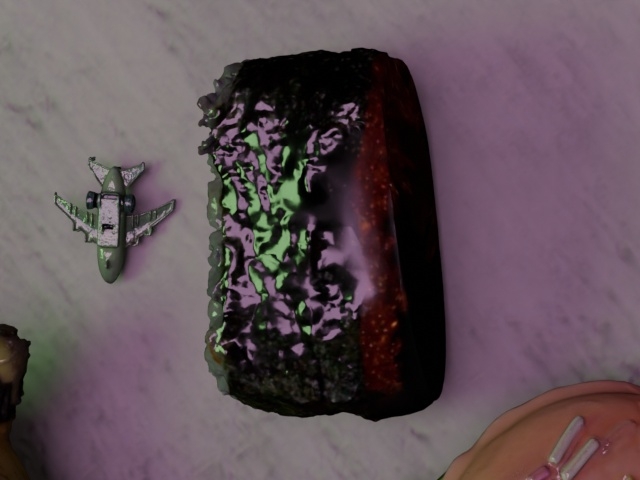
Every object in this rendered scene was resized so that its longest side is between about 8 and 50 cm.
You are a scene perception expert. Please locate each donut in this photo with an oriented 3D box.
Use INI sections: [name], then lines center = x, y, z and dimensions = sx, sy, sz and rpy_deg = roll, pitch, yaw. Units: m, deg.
[donut]
center = 0.186, 0.190, 0.832
dimensions = 0.199, 0.085, 0.233
rpy_deg = -26, 89, -5

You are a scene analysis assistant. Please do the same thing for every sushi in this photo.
[sushi]
center = 0.000, 0.000, 0.879
dimensions = 0.126, 0.136, 0.225
rpy_deg = -4, 96, 17

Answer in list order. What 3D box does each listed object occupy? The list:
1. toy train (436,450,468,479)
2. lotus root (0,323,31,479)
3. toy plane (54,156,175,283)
[toy train]
center = 0.099, 0.188, 0.897
dimensions = 0.081, 0.050, 0.122
rpy_deg = -43, 82, -2
[lotus root]
center = -0.255, 0.194, 0.919
dimensions = 0.182, 0.183, 0.310
rpy_deg = 19, 90, 14
[toy plane]
center = -0.137, -0.013, 0.964
dimensions = 0.080, 0.033, 0.083
rpy_deg = 3, 91, 0
